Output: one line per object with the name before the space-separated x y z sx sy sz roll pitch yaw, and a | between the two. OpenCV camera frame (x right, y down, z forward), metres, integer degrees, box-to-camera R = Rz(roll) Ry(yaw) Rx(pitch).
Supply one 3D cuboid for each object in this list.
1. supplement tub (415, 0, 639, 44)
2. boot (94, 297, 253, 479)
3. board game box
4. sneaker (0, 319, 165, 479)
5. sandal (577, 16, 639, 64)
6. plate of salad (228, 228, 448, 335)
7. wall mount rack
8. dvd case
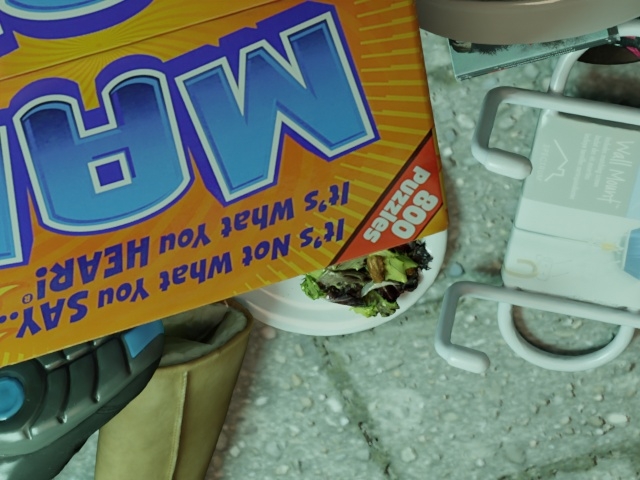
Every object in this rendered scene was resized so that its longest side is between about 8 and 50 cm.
supplement tub | 0.117 -0.313 1.179 0.241 0.241 0.331 -7 123 7
boot | -0.172 0.188 1.559 0.089 0.236 0.269 36 134 24
board game box | -0.167 -0.185 1.154 0.356 0.356 0.356 -17 124 -8
sneaker | -0.250 0.152 1.467 0.341 0.125 0.140 -34 145 11
sandal | 0.263 -0.152 1.399 0.179 0.040 0.067 0 125 3
plate of salad | 0.000 0.000 1.510 0.200 0.048 0.199 1 123 2
wall mount rack | 0.250 0.018 1.434 0.304 0.130 0.350 11 132 4
dvd case | 0.146 -0.167 1.374 0.119 0.087 0.013 -13 159 10
